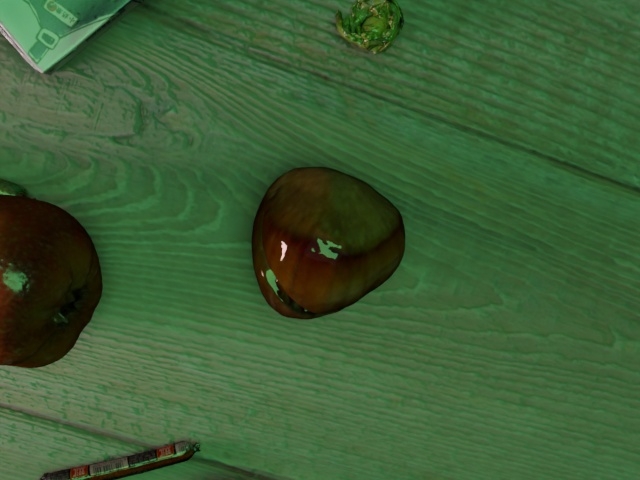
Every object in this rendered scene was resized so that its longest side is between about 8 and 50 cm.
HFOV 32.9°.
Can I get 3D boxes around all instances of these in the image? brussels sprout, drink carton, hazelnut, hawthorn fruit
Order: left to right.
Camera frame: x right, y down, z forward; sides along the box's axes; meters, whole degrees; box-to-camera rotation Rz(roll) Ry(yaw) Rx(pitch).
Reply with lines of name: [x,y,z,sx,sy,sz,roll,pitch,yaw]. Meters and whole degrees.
hawthorn fruit: [-0.357,0.031,1.185,0.225,0.196,0.196,26,92,12]
drink carton: [-0.263,-0.300,1.193,0.222,0.102,0.134,-40,103,-1]
hazelnut: [0.000,0.000,1.239,0.182,0.182,0.182,-1,96,-9]
brussels sprout: [0.063,-0.256,1.270,0.085,0.058,0.085,-5,71,14]

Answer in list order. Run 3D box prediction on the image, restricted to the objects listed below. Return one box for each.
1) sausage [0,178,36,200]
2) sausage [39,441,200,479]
sausage: [-0.453,-0.082,1.219,0.269,0.033,0.033,18,93,-10]
sausage: [-0.240,0.270,1.293,0.198,0.025,0.028,-13,66,-8]
